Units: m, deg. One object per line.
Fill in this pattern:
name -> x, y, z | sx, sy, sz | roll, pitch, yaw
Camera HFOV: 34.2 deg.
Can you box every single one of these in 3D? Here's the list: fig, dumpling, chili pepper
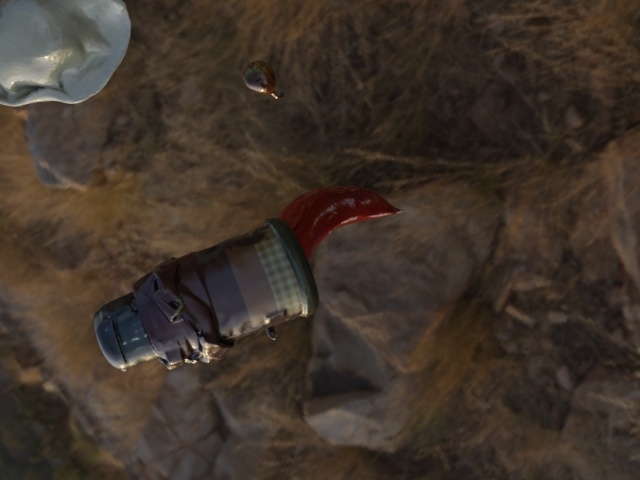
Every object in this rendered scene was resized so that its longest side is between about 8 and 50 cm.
fig -> -0.088, -0.255, 1.679 | 0.050, 0.050, 0.083 | -3, 146, 46
dumpling -> -0.472, -0.354, 1.858 | 0.243, 0.187, 0.318 | 41, 110, -3
chili pepper -> -0.001, -0.008, 1.608 | 0.137, 0.368, 0.092 | 50, 142, -4

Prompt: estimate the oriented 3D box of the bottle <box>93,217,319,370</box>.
bottle -> -0.145, 0.076, 1.282 | 0.143, 0.271, 0.156 | -123, 15, -47
